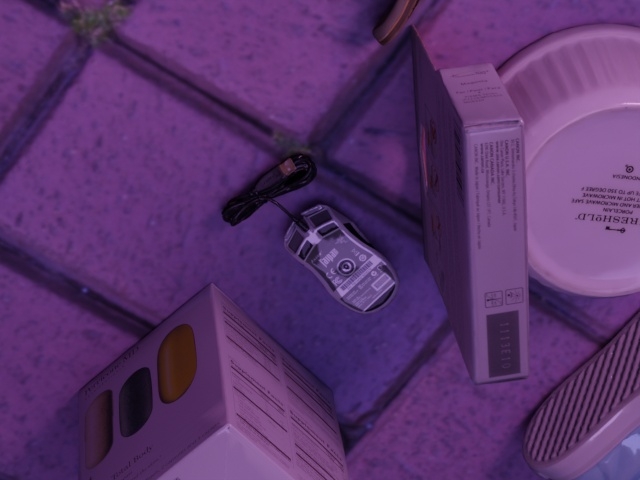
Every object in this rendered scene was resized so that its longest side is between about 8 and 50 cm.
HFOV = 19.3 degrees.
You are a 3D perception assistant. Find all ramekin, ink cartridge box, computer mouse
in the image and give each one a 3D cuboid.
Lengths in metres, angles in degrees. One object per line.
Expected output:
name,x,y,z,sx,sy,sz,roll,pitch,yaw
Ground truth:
ramekin,0.278,-0.067,1.848,0.272,0.127,0.273,-3,119,-6
ink cartridge box,0.141,-0.040,1.781,0.060,0.239,0.275,-7,120,-4
computer mouse,0.000,0.000,1.902,0.106,0.042,0.193,-42,110,11

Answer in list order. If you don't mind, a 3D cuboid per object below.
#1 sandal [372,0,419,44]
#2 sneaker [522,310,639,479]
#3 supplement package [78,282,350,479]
sandal,0.092,-0.264,1.756,0.049,0.072,0.180,35,116,0
sneaker,0.391,0.150,1.994,0.366,0.135,0.150,-38,125,24
supplement package,-0.108,0.223,1.883,0.199,0.263,0.198,-39,116,14
